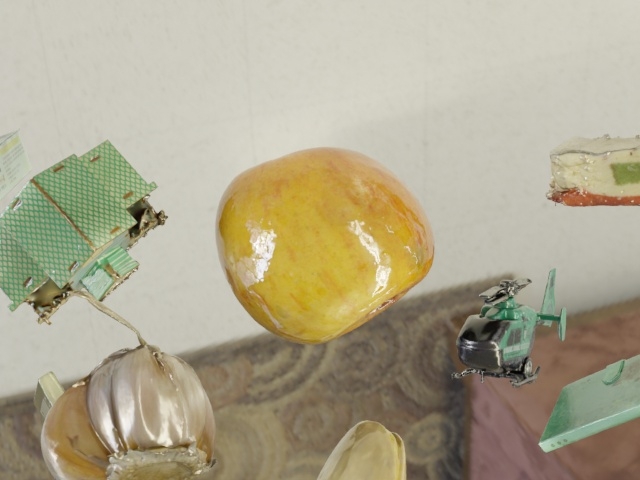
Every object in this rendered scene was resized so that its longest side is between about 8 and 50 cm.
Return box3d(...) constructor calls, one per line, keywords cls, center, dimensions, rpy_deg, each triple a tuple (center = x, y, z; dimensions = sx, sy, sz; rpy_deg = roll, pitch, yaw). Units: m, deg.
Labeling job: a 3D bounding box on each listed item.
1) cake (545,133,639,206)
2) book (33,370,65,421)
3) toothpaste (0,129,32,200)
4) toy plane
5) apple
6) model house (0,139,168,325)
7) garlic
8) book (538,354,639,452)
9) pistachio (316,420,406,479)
box3d(cls="cake", center=(0.393, -0.085, 1.581), dimensions=(0.116, 0.220, 0.086), rpy_deg=(-28, 118, -40))
box3d(cls="book", center=(-0.314, 0.276, 1.595), dimensions=(0.027, 0.264, 0.202), rpy_deg=(-33, 86, -19))
box3d(cls="toothpaste", center=(-0.299, -0.066, 1.108), dimensions=(0.034, 0.164, 0.046), rpy_deg=(-17, 105, 3))
box3d(cls="toy plane", center=(0.295, 0.130, 1.849), dimensions=(0.381, 0.106, 0.155), rpy_deg=(-5, 100, -59))
box3d(cls="apple", center=(0.000, 0.000, 1.744), dimensions=(0.299, 0.275, 0.299), rpy_deg=(-28, 168, -6))
box3d(cls="model house", center=(-0.337, -0.010, 1.674), dimensions=(0.271, 0.206, 0.178), rpy_deg=(-39, 84, -12))
box3d(cls="garlic", center=(-0.212, 0.186, 1.370), dimensions=(0.207, 0.207, 0.257), rpy_deg=(-18, 123, -10))
box3d(cls="book", center=(0.281, 0.151, 1.180), dimensions=(0.135, 0.103, 0.017), rpy_deg=(-31, 102, 38))
box3d(cls="pistachio", center=(0.056, 0.342, 1.600), dimensions=(0.117, 0.145, 0.201), rpy_deg=(44, 69, -34))
